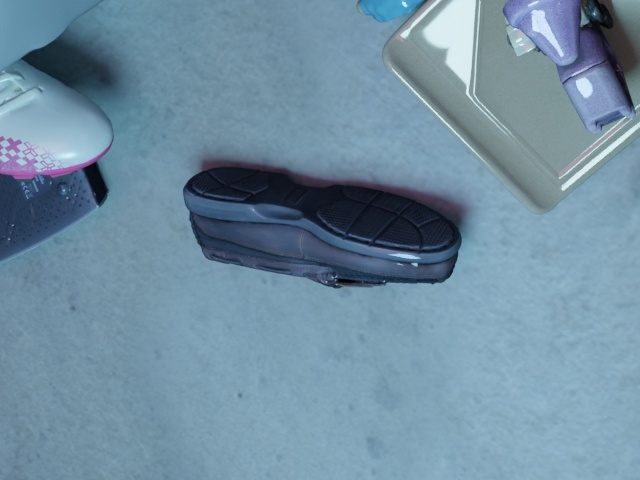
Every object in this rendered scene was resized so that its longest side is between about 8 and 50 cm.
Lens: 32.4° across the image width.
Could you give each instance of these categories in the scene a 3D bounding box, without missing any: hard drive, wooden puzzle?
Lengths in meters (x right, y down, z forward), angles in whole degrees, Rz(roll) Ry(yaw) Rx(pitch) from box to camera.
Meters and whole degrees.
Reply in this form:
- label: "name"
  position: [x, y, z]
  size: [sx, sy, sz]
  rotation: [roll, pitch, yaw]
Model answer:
- label: "hard drive"
  position: [-0.367, -0.064, 1.260]
  size: [0.254, 0.054, 0.172]
  rotation: [-23, 90, 24]
- label: "wooden puzzle"
  position: [0.210, -0.173, 0.977]
  size: [0.221, 0.044, 0.238]
  rotation: [43, 110, -10]

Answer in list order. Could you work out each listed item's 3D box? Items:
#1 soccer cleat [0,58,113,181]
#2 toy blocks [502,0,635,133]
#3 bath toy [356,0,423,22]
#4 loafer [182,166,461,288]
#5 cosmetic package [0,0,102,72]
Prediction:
- label: "soccer cleat"
  position: [-0.364, -0.161, 1.129]
  size: [0.331, 0.116, 0.143]
  rotation: [18, 140, 25]
- label: "toy blocks"
  position: [0.297, -0.113, 0.752]
  size: [0.309, 0.288, 0.260]
  rotation: [-24, 79, 26]
- label: "bath toy"
  position: [-0.024, -0.323, 0.925]
  size: [0.129, 0.348, 0.151]
  rotation: [-2, 67, 57]
- label: "loafer"
  position: [0.000, 0.000, 1.102]
  size: [0.302, 0.109, 0.095]
  rotation: [14, 124, 26]
- label: "cosmetic package"
  position: [-0.424, -0.368, 1.005]
  size: [0.393, 0.329, 0.327]
  rotation: [12, 118, 6]
